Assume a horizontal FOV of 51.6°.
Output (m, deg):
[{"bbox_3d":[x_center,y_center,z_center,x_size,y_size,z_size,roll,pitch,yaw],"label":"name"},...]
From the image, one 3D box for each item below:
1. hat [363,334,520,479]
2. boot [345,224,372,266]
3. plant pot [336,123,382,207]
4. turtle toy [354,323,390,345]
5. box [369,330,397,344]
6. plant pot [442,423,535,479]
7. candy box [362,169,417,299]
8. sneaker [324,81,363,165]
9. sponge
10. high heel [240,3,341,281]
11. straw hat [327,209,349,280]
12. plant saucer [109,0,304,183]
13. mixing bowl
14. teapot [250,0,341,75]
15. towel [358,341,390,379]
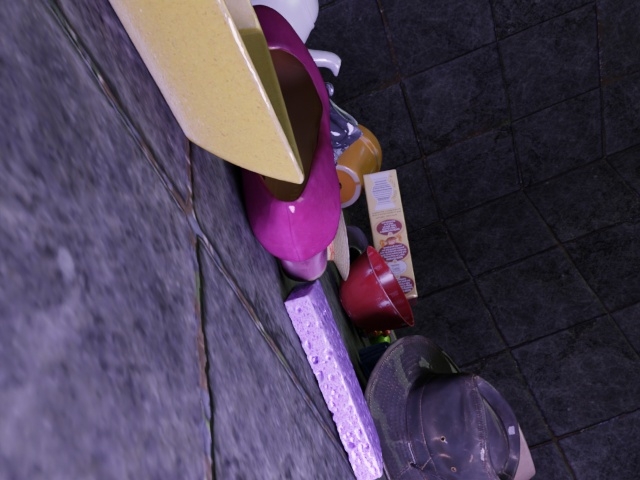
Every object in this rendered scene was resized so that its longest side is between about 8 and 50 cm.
[{"bbox_3d":[0.222,0.293,1.023,0.331,0.134,0.331,22,55,-36],"label":"hat"},{"bbox_3d":[0.086,0.041,1.573,0.123,0.095,0.258,74,0,-54],"label":"boot"},{"bbox_3d":[0.053,-0.185,1.752,0.188,0.205,0.205,-73,145,-56],"label":"plant pot"},{"bbox_3d":[0.118,0.184,1.428,0.130,0.095,0.066,63,29,-43],"label":"turtle toy"},{"bbox_3d":[0.179,0.298,1.685,0.063,0.067,0.324,-36,106,-84],"label":"box"},{"bbox_3d":[0.268,0.406,1.244,0.263,0.229,0.263,-21,90,-84],"label":"plant pot"},{"bbox_3d":[0.174,0.003,1.641,0.183,0.088,0.316,54,28,-76],"label":"candy box"},{"bbox_3d":[0.009,-0.126,1.104,0.101,0.153,0.268,-98,166,-68],"label":"sneaker"},{"bbox_3d":[0.018,0.149,0.736,0.117,0.031,0.210,-63,132,-84],"label":"sponge"},{"bbox_3d":[-0.043,-0.151,0.723,0.181,0.127,0.377,85,-10,-67],"label":"high heel"},{"bbox_3d":[0.000,0.000,1.011,0.144,0.061,0.144,172,-90,-83],"label":"straw hat"},{"bbox_3d":[-0.126,-0.242,0.543,0.333,0.081,0.332,-106,173,-51],"label":"plant saucer"},{"bbox_3d":[0.100,0.111,1.322,0.181,0.098,0.181,54,16,-23],"label":"mixing bowl"},{"bbox_3d":[-0.088,-0.426,1.136,0.256,0.187,0.252,60,10,-58],"label":"teapot"},{"bbox_3d":[0.114,0.237,1.212,0.029,0.067,0.119,-108,175,-53],"label":"towel"}]
